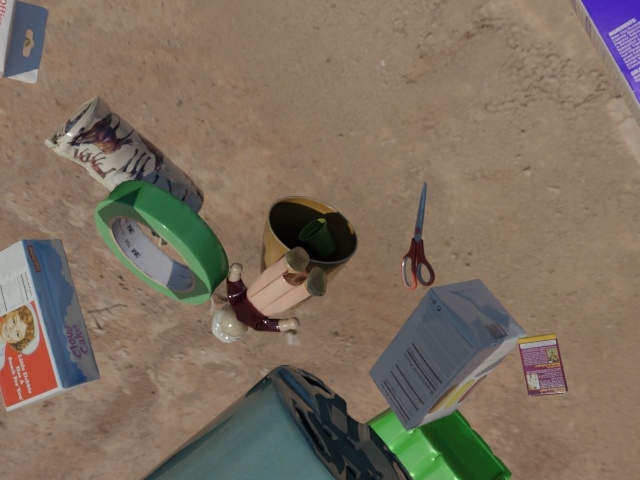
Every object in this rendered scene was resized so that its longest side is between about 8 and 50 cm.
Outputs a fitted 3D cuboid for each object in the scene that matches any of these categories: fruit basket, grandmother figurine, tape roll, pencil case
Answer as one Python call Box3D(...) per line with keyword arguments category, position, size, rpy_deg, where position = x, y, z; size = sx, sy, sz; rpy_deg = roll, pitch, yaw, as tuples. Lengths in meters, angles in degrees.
Box3D(category="fruit basket", position=(0.272, 0.608, 1.621), size=(0.283, 0.392, 0.392), rpy_deg=(-16, 79, -45))
Box3D(category="grandmother figurine", position=(-0.142, 0.139, 1.414), size=(0.208, 0.342, 0.104), rpy_deg=(53, 37, 3))
Box3D(category="tape roll", position=(-0.360, 0.010, 1.389), size=(0.321, 0.321, 0.077), rpy_deg=(34, 57, 2))
Box3D(category="pencil case", position=(-0.470, -0.168, 1.512), size=(0.410, 0.159, 0.184), rpy_deg=(46, 52, -38))

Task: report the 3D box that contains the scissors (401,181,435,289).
Box3D(category="scissors", position=(0.261, -0.009, 1.701), size=(0.021, 0.109, 0.297), rpy_deg=(-8, 94, -44))

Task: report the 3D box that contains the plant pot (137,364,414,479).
Box3D(category="plant pot", position=(-0.075, 0.338, 0.666), size=(0.341, 0.341, 0.334), rpy_deg=(45, 94, 4))

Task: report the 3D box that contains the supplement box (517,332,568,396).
Box3D(category="supplement box", position=(0.318, 0.177, 0.876), size=(0.055, 0.043, 0.083), rpy_deg=(-11, 79, 19))

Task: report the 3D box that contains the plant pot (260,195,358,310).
Box3D(category="plant pot", position=(-0.060, 0.058, 1.581), size=(0.237, 0.254, 0.237), rpy_deg=(16, 39, -13))

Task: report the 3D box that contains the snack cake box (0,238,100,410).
Box3D(category="snack cake box", position=(-0.501, 0.145, 1.074), size=(0.152, 0.089, 0.264), rpy_deg=(-23, 81, 23))

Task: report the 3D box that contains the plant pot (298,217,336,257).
Box3D(category="plant pot", position=(0.000, 0.000, 1.564), size=(0.083, 0.083, 0.079), rpy_deg=(-42, 114, -12))

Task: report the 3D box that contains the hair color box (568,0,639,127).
Box3D(category="hair color box", position=(0.412, -0.293, 0.811), size=(0.110, 0.185, 0.339), rpy_deg=(-31, 85, 25))

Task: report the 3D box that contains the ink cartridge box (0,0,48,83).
Box3D(category="ink cartridge box", position=(-0.464, -0.284, 0.793), size=(0.198, 0.067, 0.115), rpy_deg=(9, 92, -27))

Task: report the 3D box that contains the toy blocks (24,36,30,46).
Box3D(category="toy blocks", position=(-0.630, -0.467, 1.198), size=(0.123, 0.148, 0.054), rpy_deg=(25, 41, 19))

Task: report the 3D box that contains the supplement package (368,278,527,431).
Box3D(category="supplement package", position=(0.218, 0.203, 1.088), size=(0.139, 0.244, 0.134), rpy_deg=(-6, 48, -37))
